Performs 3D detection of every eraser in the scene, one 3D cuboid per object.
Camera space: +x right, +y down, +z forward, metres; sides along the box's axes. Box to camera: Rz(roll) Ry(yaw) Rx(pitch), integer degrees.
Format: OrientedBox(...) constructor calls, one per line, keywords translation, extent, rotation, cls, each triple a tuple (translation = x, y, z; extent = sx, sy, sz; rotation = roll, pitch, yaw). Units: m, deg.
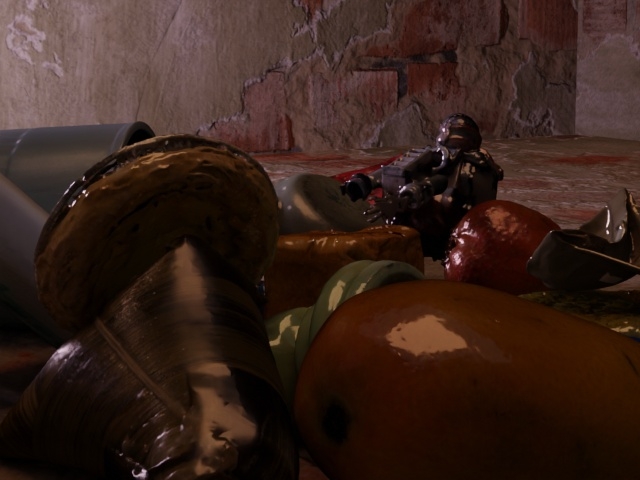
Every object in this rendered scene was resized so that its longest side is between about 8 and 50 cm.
OrientedBox(translation=(-0.303, 0.022, 1.289), extent=(0.290, 0.104, 0.189), rotation=(45, -16, -32), cls="eraser")

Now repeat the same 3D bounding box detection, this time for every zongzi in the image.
OrientedBox(translation=(-0.160, 0.166, 0.984), extent=(0.288, 0.134, 0.286), rotation=(-34, 34, 10), cls="zongzi")

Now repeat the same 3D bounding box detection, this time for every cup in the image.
OrientedBox(translation=(-0.362, -0.023, 1.584), extent=(0.311, 0.257, 0.331), rotation=(-1, 12, 8), cls="cup")

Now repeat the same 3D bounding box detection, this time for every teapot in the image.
OrientedBox(translation=(0.000, 0.000, 1.717), extent=(0.294, 0.129, 0.193), rotation=(15, 34, -33), cls="teapot")

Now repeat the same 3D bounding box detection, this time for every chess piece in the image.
OrientedBox(translation=(-0.037, 0.116, 1.160), extent=(0.298, 0.176, 0.176), rotation=(-10, 3, 37), cls="chess piece")

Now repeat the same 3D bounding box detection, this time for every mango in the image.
OrientedBox(translation=(0.138, 0.128, 0.938), extent=(0.317, 0.173, 0.211), rotation=(5, 23, -15), cls="mango")

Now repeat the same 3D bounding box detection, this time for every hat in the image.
OrientedBox(translation=(0.341, 0.035, 1.391), extent=(0.166, 0.144, 0.173), rotation=(-25, 64, -40), cls="hat")

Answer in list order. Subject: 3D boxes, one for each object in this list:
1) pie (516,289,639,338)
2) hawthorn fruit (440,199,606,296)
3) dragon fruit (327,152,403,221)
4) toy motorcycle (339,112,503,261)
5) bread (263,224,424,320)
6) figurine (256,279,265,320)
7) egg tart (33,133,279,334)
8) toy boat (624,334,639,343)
OrientedBox(translation=(0.323, 0.102, 1.379), extent=(0.277, 0.078, 0.277), rotation=(-6, 8, 1), cls="pie")
OrientedBox(translation=(0.292, 0.052, 1.577), extent=(0.285, 0.165, 0.165), rotation=(22, 7, -10), cls="hawthorn fruit")
OrientedBox(translation=(0.034, -0.012, 1.915), extent=(0.262, 0.134, 0.211), rotation=(-16, 22, 0), cls="dragon fruit")
OrientedBox(translation=(0.138, -0.057, 1.653), extent=(0.134, 0.207, 0.401), rotation=(12, 17, 37), cls="toy motorcycle")
OrientedBox(translation=(0.027, 0.063, 1.369), extent=(0.143, 0.158, 0.149), rotation=(-1, 10, 24), cls="bread")
OrientedBox(translation=(-0.096, 0.088, 1.487), extent=(0.149, 0.086, 0.087), rotation=(-8, -36, 33), cls="figurine")
OrientedBox(translation=(-0.148, -0.002, 1.112), extent=(0.234, 0.234, 0.094), rotation=(-7, 40, -30), cls="egg tart")
OrientedBox(translation=(0.221, 0.117, 1.109), extent=(0.295, 0.088, 0.129), rotation=(12, 5, -17), cls="toy boat")
